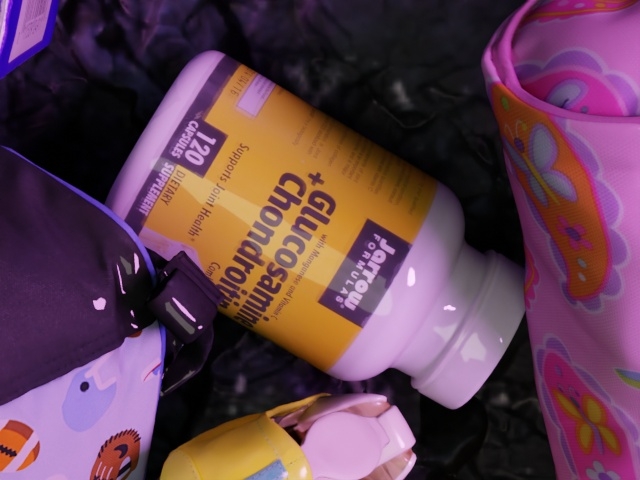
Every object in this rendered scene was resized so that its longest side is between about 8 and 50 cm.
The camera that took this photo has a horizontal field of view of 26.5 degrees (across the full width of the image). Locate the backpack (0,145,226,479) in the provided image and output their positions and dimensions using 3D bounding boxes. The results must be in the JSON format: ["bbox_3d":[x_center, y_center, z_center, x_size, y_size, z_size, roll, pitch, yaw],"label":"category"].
[{"bbox_3d":[-0.190,0.084,0.593,0.276,0.213,0.263,33,140,35],"label":"backpack"}]

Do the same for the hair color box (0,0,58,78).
[{"bbox_3d":[-0.273,-0.150,0.521,0.338,0.185,0.110,9,102,-7],"label":"hair color box"}]

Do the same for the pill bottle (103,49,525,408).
[{"bbox_3d":[0.000,0.000,0.621,0.184,0.103,0.103,30,113,-4],"label":"pill bottle"}]

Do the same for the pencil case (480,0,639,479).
[{"bbox_3d":[0.145,0.028,0.565,0.124,0.124,0.284,-8,127,12],"label":"pencil case"}]

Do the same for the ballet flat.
[{"bbox_3d":[0.001,0.101,0.603,0.077,0.231,0.077,-35,78,12],"label":"ballet flat"}]
